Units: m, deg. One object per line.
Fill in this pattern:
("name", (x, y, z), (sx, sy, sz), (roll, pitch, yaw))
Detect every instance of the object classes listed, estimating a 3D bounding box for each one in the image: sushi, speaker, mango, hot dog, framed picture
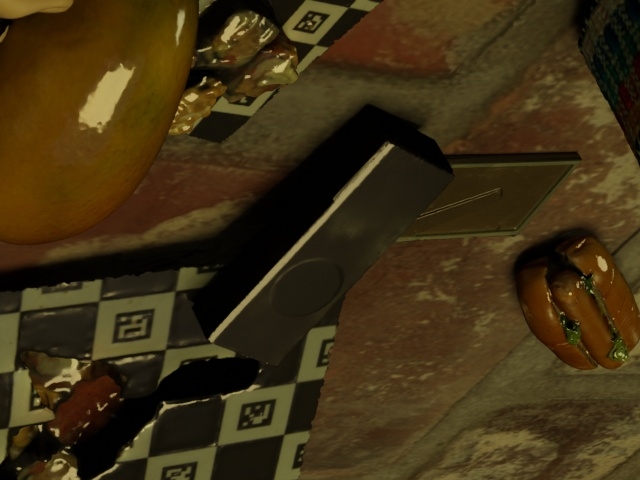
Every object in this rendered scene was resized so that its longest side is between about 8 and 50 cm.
("sushi", (-0.173, 0.135, 1.599), (0.359, 0.064, 0.343), (-7, 133, -22))
("speaker", (0.000, 0.000, 1.485), (0.082, 0.044, 0.218), (25, 115, -42))
("sushi", (-0.072, -0.120, 1.282), (0.193, 0.040, 0.210), (-40, 148, 27))
("mango", (-0.150, -0.086, 1.112), (0.139, 0.175, 0.254), (18, 164, -13))
("hot dog", (0.248, 0.070, 1.824), (0.100, 0.068, 0.249), (-29, 152, 8))
("framed picture", (0.134, -0.035, 1.617), (0.149, 0.011, 0.109), (-2, 145, -34))

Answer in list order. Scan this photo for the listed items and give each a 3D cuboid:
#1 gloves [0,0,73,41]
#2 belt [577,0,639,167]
("gloves", (-0.174, -0.205, 0.913), (0.152, 0.197, 0.301), (-11, 141, -22))
("belt", (0.313, -0.158, 1.394), (0.207, 0.150, 0.257), (-1, 145, -39))
